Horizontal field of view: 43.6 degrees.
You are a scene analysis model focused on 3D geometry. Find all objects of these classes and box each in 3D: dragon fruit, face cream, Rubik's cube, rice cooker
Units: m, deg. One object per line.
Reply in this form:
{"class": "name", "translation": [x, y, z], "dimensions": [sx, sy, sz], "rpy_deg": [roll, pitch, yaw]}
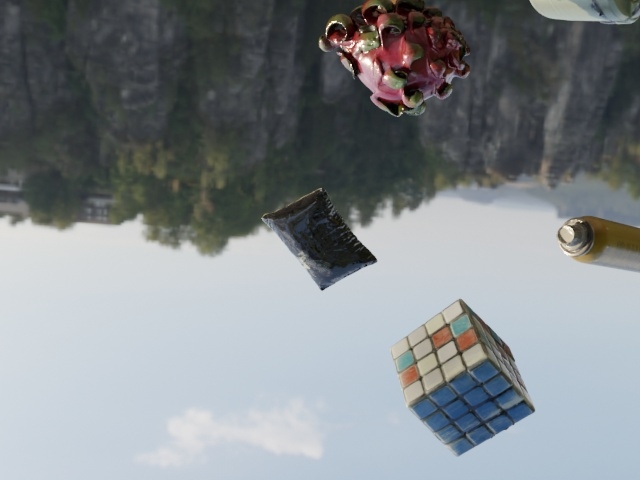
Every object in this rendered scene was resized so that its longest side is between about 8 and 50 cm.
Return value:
{"class": "dragon fruit", "translation": [0.135, -0.349, 1.438], "dimensions": [0.273, 0.198, 0.218], "rpy_deg": [48, -167, 17]}
{"class": "face cream", "translation": [0.637, 0.008, 1.769], "dimensions": [0.348, 0.105, 0.105], "rpy_deg": [8, -177, -40]}
{"class": "Rubik's cube", "translation": [0.369, 0.360, 2.106], "dimensions": [0.256, 0.259, 0.253], "rpy_deg": [45, -164, -28]}
{"class": "rice cooker", "translation": [0.524, -0.526, 1.506], "dimensions": [0.226, 0.226, 0.244], "rpy_deg": [1, -167, -39]}

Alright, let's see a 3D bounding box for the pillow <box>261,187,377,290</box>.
{"class": "pillow", "translation": [0.000, 0.000, 1.535], "dimensions": [0.141, 0.208, 0.055], "rpy_deg": [-26, -149, 18]}

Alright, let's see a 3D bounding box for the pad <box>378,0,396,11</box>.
{"class": "pad", "translation": [0.160, -0.678, 1.991], "dimensions": [0.018, 0.284, 0.286], "rpy_deg": [-14, -156, -3]}
